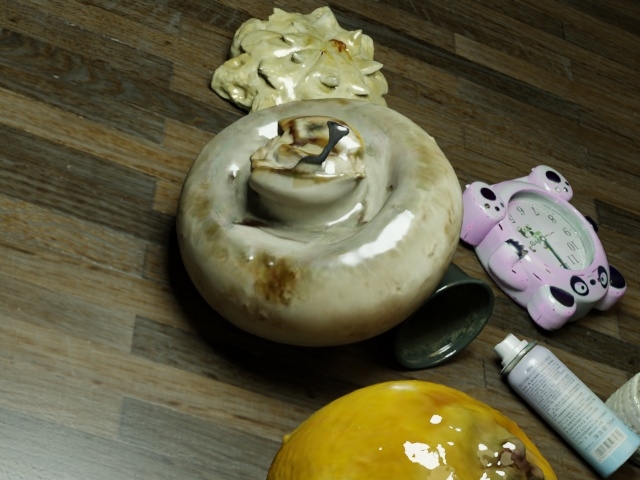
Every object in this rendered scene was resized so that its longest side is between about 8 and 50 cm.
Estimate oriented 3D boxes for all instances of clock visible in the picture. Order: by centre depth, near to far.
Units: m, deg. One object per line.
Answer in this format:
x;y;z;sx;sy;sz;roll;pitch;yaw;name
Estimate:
0.332;0.011;2.052;0.228;0.090;0.248;-16;62;-42;clock

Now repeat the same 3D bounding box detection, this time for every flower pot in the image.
0.137;0.081;1.813;0.157;0.157;0.107;-6;41;-38;flower pot

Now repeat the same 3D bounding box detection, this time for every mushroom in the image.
-0.005;-0.050;1.685;0.362;0.294;0.362;-5;49;6;mushroom

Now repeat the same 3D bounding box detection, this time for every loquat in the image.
0.096;0.302;1.439;0.329;0.328;0.328;19;43;-18;loquat

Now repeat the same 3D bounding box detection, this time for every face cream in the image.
0.330;0.217;1.856;0.229;0.075;0.075;46;41;12;face cream

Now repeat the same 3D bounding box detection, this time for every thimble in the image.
0.457;0.250;1.900;0.102;0.090;0.115;8;48;-23;thimble

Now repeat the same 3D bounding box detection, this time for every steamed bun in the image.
-0.011;-0.245;2.038;0.296;0.137;0.292;11;48;-28;steamed bun
